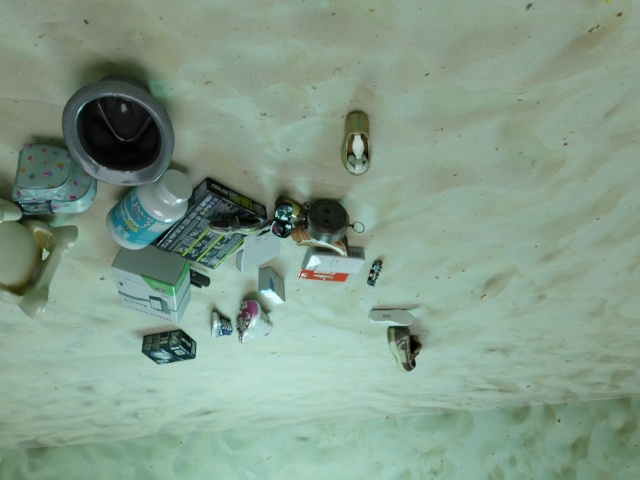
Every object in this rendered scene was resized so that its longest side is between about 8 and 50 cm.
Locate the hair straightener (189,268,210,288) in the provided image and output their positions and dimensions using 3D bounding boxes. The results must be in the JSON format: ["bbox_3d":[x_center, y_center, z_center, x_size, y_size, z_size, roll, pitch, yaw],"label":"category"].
[{"bbox_3d":[-0.457,0.097,1.936,0.089,0.047,0.230,-12,142,36],"label":"hair straightener"}]

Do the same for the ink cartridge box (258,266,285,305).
[{"bbox_3d":[-0.172,0.164,2.020,0.052,0.089,0.122,-16,144,17],"label":"ink cartridge box"}]

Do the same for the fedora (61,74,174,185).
[{"bbox_3d":[-0.461,-0.271,1.327,0.243,0.124,0.276,-2,137,-6],"label":"fedora"}]

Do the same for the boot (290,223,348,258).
[{"bbox_3d":[0.000,0.000,1.818,0.152,0.073,0.197,-17,132,16],"label":"boot"}]

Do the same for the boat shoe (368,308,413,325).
[{"bbox_3d":[0.284,0.319,2.318,0.184,0.066,0.063,-2,160,-6],"label":"boat shoe"}]

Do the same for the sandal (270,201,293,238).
[{"bbox_3d":[-0.112,-0.048,1.684,0.067,0.040,0.179,-8,152,-11],"label":"sandal"}]

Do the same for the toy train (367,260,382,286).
[{"bbox_3d":[0.193,0.119,2.047,0.036,0.027,0.158,11,145,-2],"label":"toy train"}]

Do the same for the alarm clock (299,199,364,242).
[{"bbox_3d":[0.039,-0.056,1.679,0.191,0.129,0.064,12,143,-8],"label":"alarm clock"}]

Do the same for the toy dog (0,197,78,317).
[{"bbox_3d":[-0.956,-0.015,1.578,0.395,0.285,0.408,16,167,44],"label":"toy dog"}]

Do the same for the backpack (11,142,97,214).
[{"bbox_3d":[-0.667,-0.154,1.443,0.188,0.166,0.144,5,154,-17],"label":"backpack"}]

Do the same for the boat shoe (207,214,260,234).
[{"bbox_3d":[-0.244,-0.050,1.624,0.152,0.056,0.049,-1,133,-29],"label":"boat shoe"}]

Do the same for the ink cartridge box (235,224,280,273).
[{"bbox_3d":[-0.194,0.010,1.781,0.145,0.045,0.179,-27,147,-29],"label":"ink cartridge box"}]

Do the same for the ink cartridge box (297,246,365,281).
[{"bbox_3d":[0.033,0.100,1.979,0.188,0.066,0.232,5,140,-13],"label":"ink cartridge box"}]

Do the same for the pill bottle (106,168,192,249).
[{"bbox_3d":[-0.466,-0.091,1.572,0.146,0.146,0.264,27,135,-37],"label":"pill bottle"}]

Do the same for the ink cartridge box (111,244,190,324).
[{"bbox_3d":[-0.547,0.142,1.875,0.211,0.122,0.289,18,146,1],"label":"ink cartridge box"}]

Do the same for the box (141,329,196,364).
[{"bbox_3d":[-0.637,0.452,2.409,0.180,0.078,0.147,-11,144,10],"label":"box"}]

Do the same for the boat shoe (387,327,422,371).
[{"bbox_3d":[0.390,0.481,2.516,0.123,0.123,0.342,-13,138,15],"label":"boat shoe"}]

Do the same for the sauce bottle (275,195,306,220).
[{"bbox_3d":[-0.078,-0.089,1.702,0.042,0.042,0.128,-31,135,34],"label":"sauce bottle"}]

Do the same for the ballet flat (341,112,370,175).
[{"bbox_3d":[0.093,-0.228,1.487,0.080,0.073,0.232,-6,146,4],"label":"ballet flat"}]

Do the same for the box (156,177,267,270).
[{"bbox_3d":[-0.324,-0.041,1.693,0.216,0.060,0.270,26,125,-37],"label":"box"}]

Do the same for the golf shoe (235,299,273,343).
[{"bbox_3d":[-0.249,0.307,2.224,0.140,0.115,0.306,-4,154,-18],"label":"golf shoe"}]

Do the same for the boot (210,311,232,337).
[{"bbox_3d":[-0.393,0.335,2.281,0.086,0.069,0.190,-3,154,-14],"label":"boot"}]
